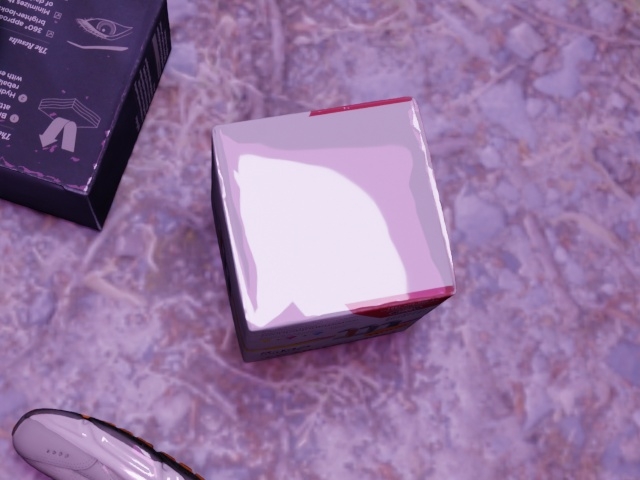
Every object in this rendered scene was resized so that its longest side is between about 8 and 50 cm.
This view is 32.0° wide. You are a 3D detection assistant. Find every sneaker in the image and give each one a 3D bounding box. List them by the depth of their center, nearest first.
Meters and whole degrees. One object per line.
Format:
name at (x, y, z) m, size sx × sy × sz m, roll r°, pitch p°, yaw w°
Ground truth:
sneaker at (-0.101, 0.209, 0.714) m, size 0.262 × 0.099 × 0.121 m, roll 33°, pitch 80°, yaw 5°

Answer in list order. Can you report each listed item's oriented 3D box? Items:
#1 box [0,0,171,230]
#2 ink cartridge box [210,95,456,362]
box at (-0.204, -0.111, 0.783) m, size 0.156 × 0.093 × 0.158 m, roll 18°, pitch 74°, yaw 0°
ink cartridge box at (0.000, 0.000, 0.732) m, size 0.128 × 0.176 × 0.127 m, roll -10°, pitch 80°, yaw -7°
